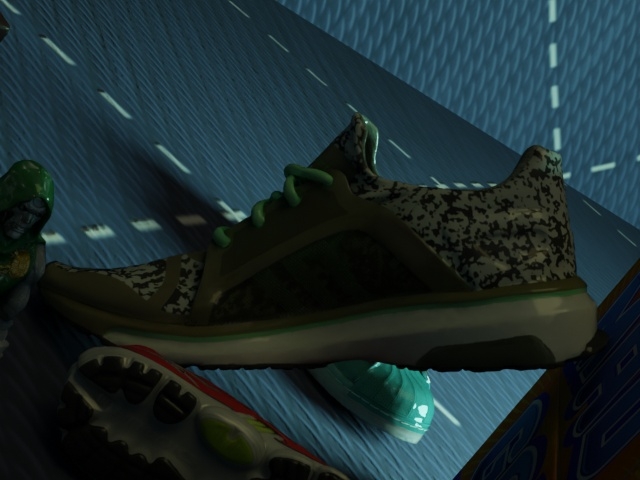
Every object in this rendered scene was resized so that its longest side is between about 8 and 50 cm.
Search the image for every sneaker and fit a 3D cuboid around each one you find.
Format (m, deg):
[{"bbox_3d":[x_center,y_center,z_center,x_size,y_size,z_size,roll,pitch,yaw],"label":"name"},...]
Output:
[{"bbox_3d":[-0.042,0.156,0.984,0.279,0.107,0.118,40,8,-1],"label":"sneaker"},{"bbox_3d":[0.000,0.000,1.088,0.410,0.182,0.158,0,0,4],"label":"sneaker"},{"bbox_3d":[0.037,0.051,1.365,0.108,0.121,0.302,24,22,-38],"label":"sneaker"}]

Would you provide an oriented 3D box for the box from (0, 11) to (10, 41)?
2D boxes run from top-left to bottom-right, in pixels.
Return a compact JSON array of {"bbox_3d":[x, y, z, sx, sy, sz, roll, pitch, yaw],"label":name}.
[{"bbox_3d":[-0.334,-0.119,0.916,0.168,0.203,0.167,17,27,-48],"label":"box"}]

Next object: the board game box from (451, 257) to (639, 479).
[{"bbox_3d":[0.302,0.239,1.024,0.356,0.356,0.356,37,17,-2],"label":"board game box"}]

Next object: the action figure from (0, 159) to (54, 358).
[{"bbox_3d":[-0.196,0.053,0.706,0.137,0.232,0.063,18,27,-47],"label":"action figure"}]
